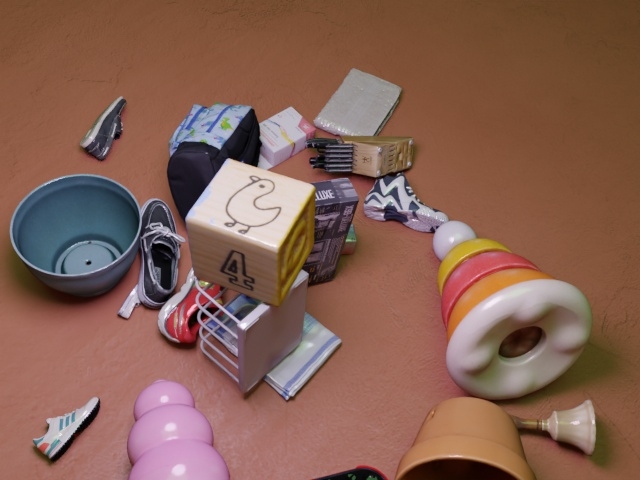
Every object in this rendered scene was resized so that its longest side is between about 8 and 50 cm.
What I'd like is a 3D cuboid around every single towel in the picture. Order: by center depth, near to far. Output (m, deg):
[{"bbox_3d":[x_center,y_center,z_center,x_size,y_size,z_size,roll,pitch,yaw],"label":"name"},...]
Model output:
[{"bbox_3d":[-0.113,0.227,1.801,0.285,0.034,0.209,37,57,18],"label":"towel"},{"bbox_3d":[0.118,-0.405,2.279,0.187,0.049,0.282,25,56,13],"label":"towel"}]

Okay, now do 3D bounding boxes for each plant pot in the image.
[{"bbox_3d":[0.306,0.465,1.547,0.290,0.291,0.204,16,38,4],"label":"plant pot"},{"bbox_3d":[-0.569,0.015,1.794,0.292,0.196,0.293,3,54,-4],"label":"plant pot"}]

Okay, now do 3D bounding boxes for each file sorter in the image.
[{"bbox_3d":[-0.160,0.162,1.649,0.173,0.278,0.193,37,57,21],"label":"file sorter"}]

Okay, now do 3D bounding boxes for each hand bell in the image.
[{"bbox_3d":[0.492,0.420,1.709,0.241,0.126,0.126,2,53,8],"label":"hand bell"}]

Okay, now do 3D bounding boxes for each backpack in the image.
[{"bbox_3d":[-0.272,-0.220,1.963,0.273,0.290,0.356,14,46,21],"label":"backpack"}]

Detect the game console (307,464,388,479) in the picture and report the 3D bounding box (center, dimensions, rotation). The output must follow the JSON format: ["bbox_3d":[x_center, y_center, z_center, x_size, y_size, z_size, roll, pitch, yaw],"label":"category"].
[{"bbox_3d":[-0.001,0.649,1.496,0.386,0.060,0.342,-10,57,-14],"label":"game console"}]

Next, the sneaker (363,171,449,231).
[{"bbox_3d":[0.246,-0.119,2.055,0.234,0.094,0.153,10,61,14],"label":"sneaker"}]

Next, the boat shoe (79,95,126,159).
[{"bbox_3d":[-0.602,-0.322,2.122,0.079,0.084,0.233,40,41,-25],"label":"boat shoe"}]

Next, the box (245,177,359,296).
[{"bbox_3d":[-0.059,-0.004,1.787,0.242,0.308,0.077,-10,52,-22],"label":"box"}]

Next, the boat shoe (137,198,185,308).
[{"bbox_3d":[-0.399,0.011,1.854,0.113,0.105,0.307,19,50,-27],"label":"boat shoe"}]

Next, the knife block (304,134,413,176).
[{"bbox_3d":[0.100,-0.253,2.130,0.242,0.088,0.275,17,24,35],"label":"knife block"}]

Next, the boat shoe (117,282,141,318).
[{"bbox_3d":[-0.455,0.147,1.818,0.035,0.035,0.100,36,49,-15],"label":"boat shoe"}]

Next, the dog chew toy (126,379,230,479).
[{"bbox_3d":[-0.305,0.433,1.532,0.206,0.207,0.332,-11,49,-14],"label":"dog chew toy"}]

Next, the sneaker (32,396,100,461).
[{"bbox_3d":[-0.548,0.391,1.610,0.075,0.057,0.161,32,59,9],"label":"sneaker"}]

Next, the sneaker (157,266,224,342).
[{"bbox_3d":[-0.267,0.133,1.794,0.118,0.107,0.279,18,63,29],"label":"sneaker"}]

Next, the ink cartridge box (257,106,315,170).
[{"bbox_3d":[-0.125,-0.292,2.151,0.198,0.067,0.115,-34,65,-27],"label":"ink cartridge box"}]

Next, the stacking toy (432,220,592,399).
[{"bbox_3d":[0.404,0.116,1.836,0.350,0.351,0.480,-6,37,-12],"label":"stacking toy"}]

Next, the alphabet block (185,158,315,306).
[{"bbox_3d":[-0.134,-0.015,1.500,0.197,0.194,0.192,18,53,13],"label":"alphabet block"}]

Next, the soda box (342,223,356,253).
[{"bbox_3d":[0.000,0.000,1.959,0.183,0.063,0.058,-3,54,-9],"label":"soda box"}]
